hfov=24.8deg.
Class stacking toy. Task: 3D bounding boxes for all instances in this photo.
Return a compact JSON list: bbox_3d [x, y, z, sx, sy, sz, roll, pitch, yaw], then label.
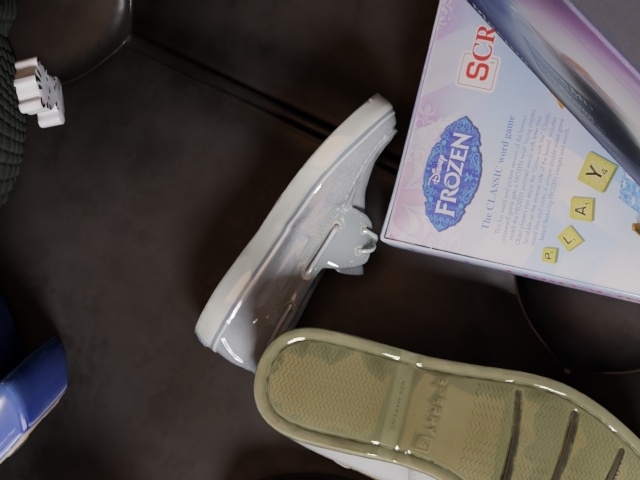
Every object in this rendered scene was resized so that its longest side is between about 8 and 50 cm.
[{"bbox_3d":[-0.285,-0.164,1.069,0.167,0.052,0.221,-13,72,10],"label":"stacking toy"}]

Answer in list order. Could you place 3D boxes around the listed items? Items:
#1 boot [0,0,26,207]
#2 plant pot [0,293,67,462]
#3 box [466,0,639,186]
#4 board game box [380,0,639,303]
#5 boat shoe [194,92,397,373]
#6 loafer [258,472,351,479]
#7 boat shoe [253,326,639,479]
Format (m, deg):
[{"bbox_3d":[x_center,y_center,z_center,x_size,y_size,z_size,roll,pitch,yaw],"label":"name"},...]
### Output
[{"bbox_3d":[-0.322,-0.131,1.142,0.161,0.083,0.246,-7,76,14],"label":"boot"},{"bbox_3d":[-0.323,0.105,1.034,0.212,0.236,0.236,44,92,-4],"label":"plant pot"},{"bbox_3d":[0.200,-0.171,0.871,0.183,0.294,0.296,-42,78,3],"label":"box"},{"bbox_3d":[0.234,-0.115,1.043,0.318,0.066,0.319,14,87,11],"label":"board game box"},{"bbox_3d":[0.000,0.001,1.073,0.081,0.079,0.227,36,97,4],"label":"boat shoe"},{"bbox_3d":[0.035,0.218,1.039,0.220,0.078,0.080,10,86,10],"label":"loafer"},{"bbox_3d":[0.100,0.137,1.024,0.302,0.103,0.113,23,82,3],"label":"boat shoe"}]
